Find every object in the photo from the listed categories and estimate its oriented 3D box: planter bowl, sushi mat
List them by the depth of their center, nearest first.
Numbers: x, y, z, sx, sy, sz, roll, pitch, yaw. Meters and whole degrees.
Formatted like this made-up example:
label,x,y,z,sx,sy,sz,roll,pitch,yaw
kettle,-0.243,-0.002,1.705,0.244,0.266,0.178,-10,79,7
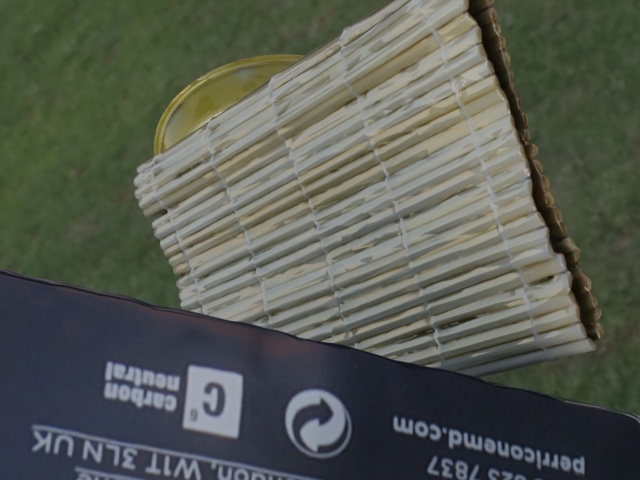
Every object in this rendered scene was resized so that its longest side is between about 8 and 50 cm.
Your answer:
label,x,y,z,sx,sy,sz,roll,pitch,yaw
sushi mat,0.000,0.000,0.663,0.019,0.151,0.316,-19,-3,-31
planter bowl,-0.032,-0.047,1.279,0.217,0.217,0.090,-29,43,24

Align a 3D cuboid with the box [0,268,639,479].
label,x,y,z,sx,sy,sz,roll,pitch,yaw
box,-0.113,0.328,0.570,0.480,0.297,0.471,136,142,-54
